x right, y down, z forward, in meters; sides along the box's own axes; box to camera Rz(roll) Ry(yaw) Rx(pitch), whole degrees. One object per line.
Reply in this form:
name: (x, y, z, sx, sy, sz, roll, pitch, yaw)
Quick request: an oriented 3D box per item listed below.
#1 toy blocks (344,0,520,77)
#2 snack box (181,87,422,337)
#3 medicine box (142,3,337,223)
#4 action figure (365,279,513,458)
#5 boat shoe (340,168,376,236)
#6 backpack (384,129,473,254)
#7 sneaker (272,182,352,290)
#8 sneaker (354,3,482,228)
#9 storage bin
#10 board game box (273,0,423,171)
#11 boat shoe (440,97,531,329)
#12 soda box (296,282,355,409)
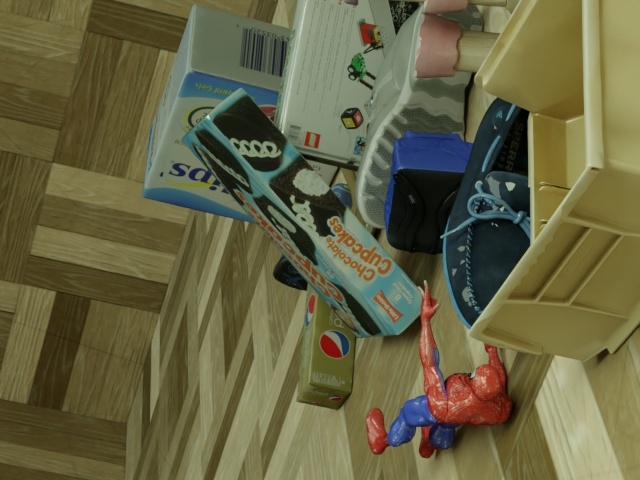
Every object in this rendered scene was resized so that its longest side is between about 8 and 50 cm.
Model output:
toy blocks: (0.100, -0.349, 1.705, 0.309, 0.260, 0.289, 92, -175, -64)
snack box: (-0.021, -0.025, 2.025, 0.060, 0.322, 0.187, -43, 5, -12)
medicine box: (-0.101, -0.173, 2.611, 0.289, 0.263, 0.149, 115, 163, -47)
action figure: (0.116, 0.125, 1.691, 0.280, 0.091, 0.139, 140, 133, -71)
boat shoe: (0.054, -0.092, 2.268, 0.068, 0.072, 0.190, -164, 86, -78)
backpack: (0.118, -0.050, 1.876, 0.101, 0.098, 0.120, -83, 0, -52)
sneaker: (0.000, 0.000, 2.446, 0.211, 0.080, 0.081, -47, 24, 49)
sneaker: (0.104, -0.139, 1.996, 0.115, 0.105, 0.281, -13, 53, 64)
storage bin: (0.211, -0.078, 1.391, 0.260, 0.123, 0.262, 119, 159, -53)
board game box: (0.062, -0.232, 2.082, 0.053, 0.193, 0.305, 157, 125, -75)
boat shoe: (0.167, -0.039, 1.608, 0.089, 0.109, 0.258, 129, 149, -58)
soda box: (0.011, 0.123, 2.282, 0.061, 0.058, 0.181, 121, 159, -56)
